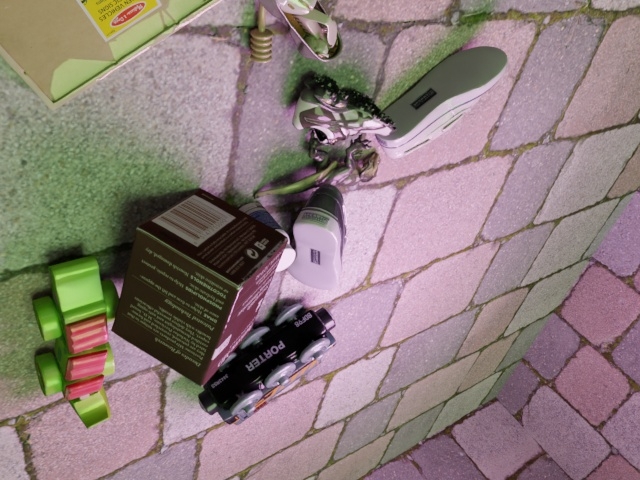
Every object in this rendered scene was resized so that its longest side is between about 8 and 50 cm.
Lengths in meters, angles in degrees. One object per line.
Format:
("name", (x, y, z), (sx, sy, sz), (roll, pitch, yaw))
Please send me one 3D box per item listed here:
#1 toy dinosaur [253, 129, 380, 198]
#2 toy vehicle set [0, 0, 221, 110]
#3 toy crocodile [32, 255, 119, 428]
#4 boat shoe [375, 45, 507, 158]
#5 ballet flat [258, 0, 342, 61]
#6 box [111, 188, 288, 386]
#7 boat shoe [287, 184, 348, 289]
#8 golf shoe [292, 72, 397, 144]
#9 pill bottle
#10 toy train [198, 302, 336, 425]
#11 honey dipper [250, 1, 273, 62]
("toy dinosaur", (0.019, -0.130, 0.980), (0.268, 0.064, 0.118), (-14, 144, -30))
("toy vehicle set", (-0.226, -0.274, 0.596), (0.266, 0.035, 0.166), (-36, 146, -8))
("toy crocodile", (-0.369, 0.163, 0.876), (0.115, 0.105, 0.341), (-13, 136, -36))
("boat shoe", (0.220, -0.242, 1.022), (0.267, 0.096, 0.088), (-39, 150, -1))
("ballet flat", (-0.023, -0.297, 0.714), (0.072, 0.068, 0.213), (-64, 155, -3))
("box", (-0.179, 0.065, 0.852), (0.203, 0.167, 0.168), (-66, 171, 31))
("boat shoe", (0.000, 0.000, 1.066), (0.301, 0.108, 0.102), (90, 20, -62))
("golf shoe", (0.036, -0.196, 0.917), (0.198, 0.077, 0.094), (13, 123, -39))
("pill bottle", (-0.094, -0.004, 0.949), (0.067, 0.120, 0.067), (-26, 142, -22))
("toy train", (-0.108, 0.270, 1.238), (0.334, 0.142, 0.190), (-35, 157, -13))
("honey dipper", (-0.072, -0.308, 0.721), (0.030, 0.030, 0.161), (-19, 136, -30))
